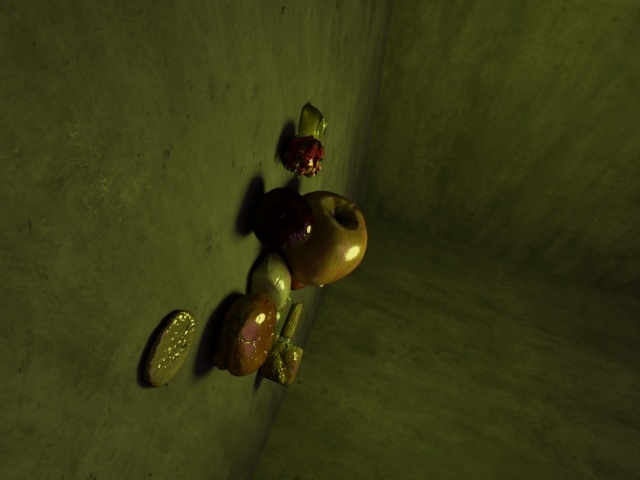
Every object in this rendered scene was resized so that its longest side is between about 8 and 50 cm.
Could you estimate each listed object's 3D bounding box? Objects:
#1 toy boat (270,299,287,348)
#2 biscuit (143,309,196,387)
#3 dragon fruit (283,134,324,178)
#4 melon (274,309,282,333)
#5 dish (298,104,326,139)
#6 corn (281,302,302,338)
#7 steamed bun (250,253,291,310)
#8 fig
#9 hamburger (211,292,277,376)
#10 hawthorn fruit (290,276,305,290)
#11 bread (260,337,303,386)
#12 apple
[{"bbox_3d":[-0.226,0.387,2.082,0.115,0.089,0.310,-53,158,-71],"label":"toy boat"},{"bbox_3d":[-0.389,0.283,1.139,0.220,0.033,0.220,18,90,-80],"label":"biscuit"},{"bbox_3d":[-0.066,-0.304,1.586,0.166,0.160,0.172,-41,175,15],"label":"dragon fruit"},{"bbox_3d":[-0.230,0.351,1.923,0.114,0.114,0.167,-26,135,-77],"label":"melon"},{"bbox_3d":[-0.026,-0.448,1.716,0.208,0.080,0.149,72,38,-72],"label":"dish"},{"bbox_3d":[-0.171,0.487,2.627,0.080,0.080,0.231,90,18,-61],"label":"corn"},{"bbox_3d":[-0.186,0.179,1.736,0.170,0.152,0.239,-63,170,-46],"label":"steamed bun"},{"bbox_3d":[-0.155,-0.063,1.530,0.321,0.217,0.217,-10,-121,69],"label":"fig"},{"bbox_3d":[-0.263,0.328,1.541,0.314,0.170,0.290,-26,127,-75],"label":"hamburger"},{"bbox_3d":[-0.122,0.146,2.038,0.188,0.169,0.169,94,17,-59],"label":"hawthorn fruit"},{"bbox_3d":[-0.208,0.648,2.352,0.176,0.195,0.246,100,9,-72],"label":"bread"},{"bbox_3d":[0.000,0.000,1.835,0.346,0.391,0.391,-54,-177,36],"label":"apple"}]
